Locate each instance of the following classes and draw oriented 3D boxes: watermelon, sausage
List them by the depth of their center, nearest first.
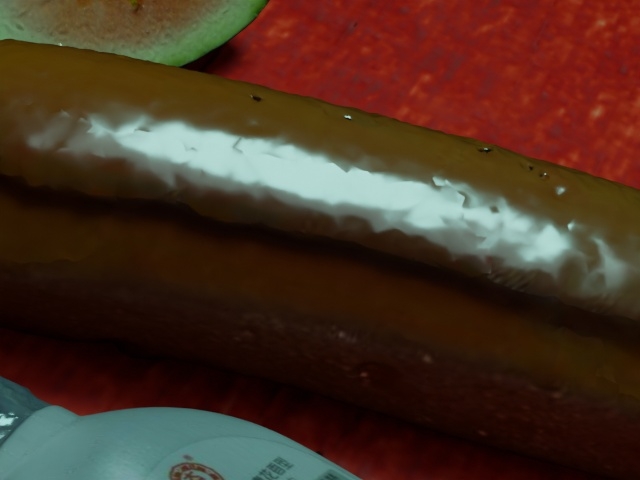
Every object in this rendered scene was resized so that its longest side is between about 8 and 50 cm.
[{"bbox_3d":[0.000,0.000,0.590,0.330,0.102,0.102,14,43,-4],"label":"sausage"},{"bbox_3d":[-0.081,-0.123,0.688,0.135,0.094,0.125,12,35,-13],"label":"watermelon"}]

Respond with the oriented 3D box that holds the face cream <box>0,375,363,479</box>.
[{"bbox_3d":[-0.022,0.105,0.480,0.291,0.071,0.144,28,26,12],"label":"face cream"}]
